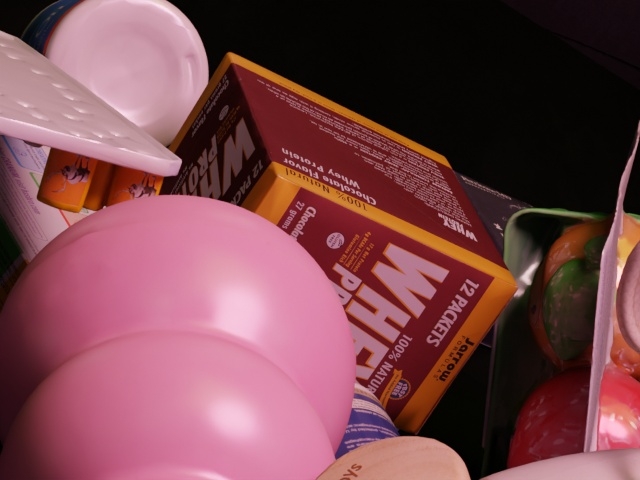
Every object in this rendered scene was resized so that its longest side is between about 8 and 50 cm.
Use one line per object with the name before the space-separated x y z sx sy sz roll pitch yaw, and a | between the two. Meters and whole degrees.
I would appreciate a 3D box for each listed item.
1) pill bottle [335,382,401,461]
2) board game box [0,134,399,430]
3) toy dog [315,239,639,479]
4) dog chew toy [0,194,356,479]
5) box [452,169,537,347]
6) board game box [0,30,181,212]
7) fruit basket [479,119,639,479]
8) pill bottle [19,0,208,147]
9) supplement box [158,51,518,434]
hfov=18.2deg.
pill bottle | 0.024 0.170 1.234 0.094 0.094 0.169 21 22 -32
board game box | -0.111 0.034 1.397 0.316 0.064 0.242 17 25 -39
toy dog | 0.149 0.158 0.963 0.220 0.334 0.161 49 8 -33
dog chew toy | -0.079 0.121 1.055 0.207 0.206 0.332 26 28 -19
box | 0.178 0.032 1.817 0.156 0.093 0.158 22 21 -28
board game box | -0.327 -0.119 1.244 0.390 0.050 0.390 13 11 -28
fruit basket | 0.171 0.110 1.331 0.165 0.327 0.353 9 18 15
pill bottle | -0.170 -0.130 1.546 0.124 0.124 0.221 27 -4 -18
supplement box | 0.000 0.000 1.355 0.191 0.129 0.194 24 21 -24
